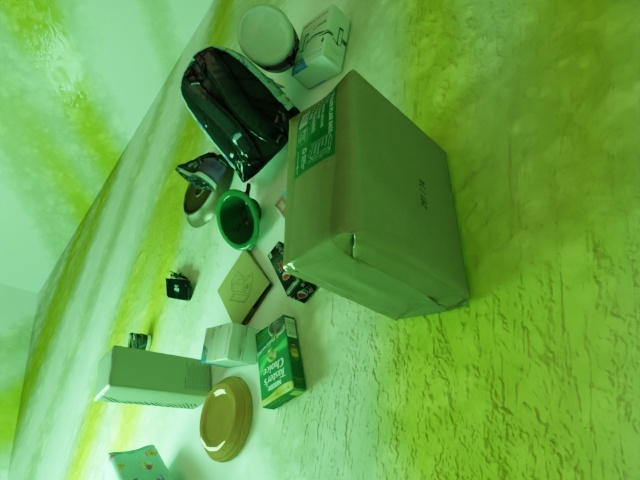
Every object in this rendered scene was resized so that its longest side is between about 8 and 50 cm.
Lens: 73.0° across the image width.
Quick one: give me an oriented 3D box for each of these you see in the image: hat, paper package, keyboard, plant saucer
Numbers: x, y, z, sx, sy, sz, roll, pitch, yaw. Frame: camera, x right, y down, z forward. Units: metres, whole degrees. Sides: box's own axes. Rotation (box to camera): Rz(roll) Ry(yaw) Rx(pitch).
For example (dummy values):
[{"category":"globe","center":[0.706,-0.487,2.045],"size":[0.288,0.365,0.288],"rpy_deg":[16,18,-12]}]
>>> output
[{"category":"hat","center":[-0.202,-0.088,1.338],"size":[0.172,0.183,0.209],"rpy_deg":[-10,95,34]},{"category":"paper package","center":[0.096,-0.063,0.750],"size":[0.168,0.309,0.325],"rpy_deg":[-25,51,38]},{"category":"keyboard","center":[-0.494,0.158,1.530],"size":[0.192,0.038,0.100],"rpy_deg":[-1,92,47]},{"category":"plant saucer","center":[-0.439,-0.199,1.647],"size":[0.310,0.050,0.311],"rpy_deg":[-26,52,39]},{"category":"plant saucer","center":[-0.243,0.438,1.072],"size":[0.199,0.037,0.200],"rpy_deg":[-25,52,38]}]

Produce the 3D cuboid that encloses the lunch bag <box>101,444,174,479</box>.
[{"category":"lunch bag","center":[-0.477,0.705,1.097],"size":[0.223,0.160,0.263],"rpy_deg":[22,98,48]}]

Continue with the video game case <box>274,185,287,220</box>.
[{"category":"video game case","center":[-0.005,-0.159,1.148],"size":[0.285,0.025,0.204],"rpy_deg":[-54,39,12]}]

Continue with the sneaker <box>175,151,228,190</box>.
[{"category":"sneaker","center":[-0.418,-0.257,1.557],"size":[0.283,0.107,0.124],"rpy_deg":[19,70,48]}]

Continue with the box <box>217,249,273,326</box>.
[{"category":"box","center":[-0.219,0.135,1.229],"size":[0.165,0.021,0.201],"rpy_deg":[-56,38,9]}]

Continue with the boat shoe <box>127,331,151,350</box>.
[{"category":"boat shoe","center":[-0.670,0.443,1.525],"size":[0.084,0.079,0.233],"rpy_deg":[-11,63,43]}]

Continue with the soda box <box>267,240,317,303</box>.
[{"category":"soda box","center":[-0.071,0.075,1.062],"size":[0.053,0.060,0.169],"rpy_deg":[-50,39,14]}]

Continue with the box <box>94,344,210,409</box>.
[{"category":"box","center":[-0.430,0.364,1.133],"size":[0.094,0.275,0.113],"rpy_deg":[-41,43,28]}]

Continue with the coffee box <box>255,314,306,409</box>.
[{"category":"coffee box","center":[-0.095,0.276,0.991],"size":[0.113,0.040,0.184],"rpy_deg":[-38,45,29]}]

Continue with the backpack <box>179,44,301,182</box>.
[{"category":"backpack","center":[-0.255,-0.413,1.318],"size":[0.290,0.355,0.273],"rpy_deg":[-42,20,22]}]

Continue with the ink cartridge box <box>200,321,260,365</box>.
[{"category":"ink cartridge box","center":[-0.224,0.269,1.103],"size":[0.143,0.089,0.092],"rpy_deg":[-19,57,41]}]

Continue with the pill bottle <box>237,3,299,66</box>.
[{"category":"pill bottle","center":[-0.153,-0.633,1.389],"size":[0.169,0.169,0.301],"rpy_deg":[-52,7,14]}]

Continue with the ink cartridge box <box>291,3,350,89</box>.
[{"category":"ink cartridge box","center":[0.002,-0.596,1.335],"size":[0.148,0.085,0.203],"rpy_deg":[-12,62,45]}]
